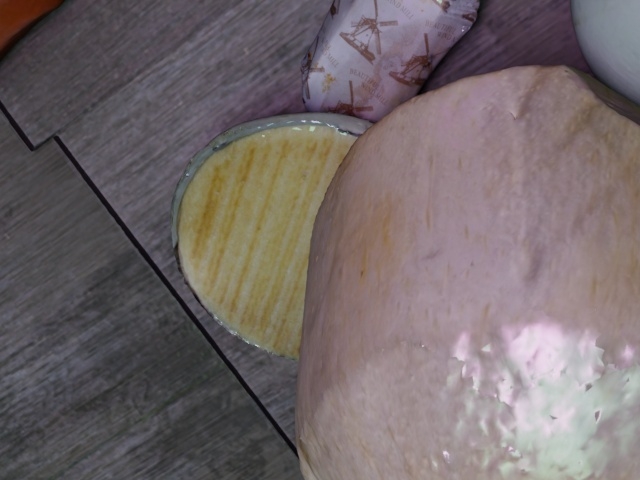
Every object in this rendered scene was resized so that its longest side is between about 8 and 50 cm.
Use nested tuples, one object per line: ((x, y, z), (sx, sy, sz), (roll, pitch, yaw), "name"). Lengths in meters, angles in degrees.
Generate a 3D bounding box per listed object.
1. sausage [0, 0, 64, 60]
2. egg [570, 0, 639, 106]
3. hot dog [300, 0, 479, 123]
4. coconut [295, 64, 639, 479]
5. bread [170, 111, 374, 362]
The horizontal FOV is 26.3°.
((-0.351, -0.158, 1.212), (0.348, 0.094, 0.097), (-39, 90, 24), "sausage")
((0.316, -0.244, 0.933), (0.230, 0.230, 0.371), (32, 111, 1), "egg")
((0.052, -0.166, 1.125), (0.108, 0.059, 0.191), (40, 120, 7), "hot dog")
((0.161, 0.061, 0.982), (0.344, 0.415, 0.415), (17, 114, -8), "coconut")
((0.000, 0.000, 1.184), (0.267, 0.040, 0.267), (5, 125, 7), "bread")
